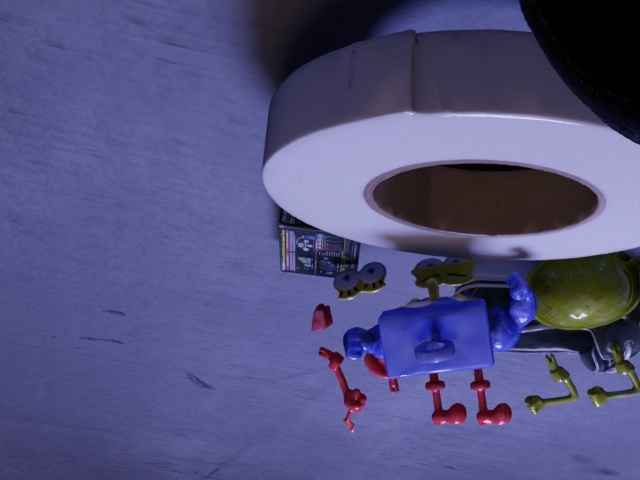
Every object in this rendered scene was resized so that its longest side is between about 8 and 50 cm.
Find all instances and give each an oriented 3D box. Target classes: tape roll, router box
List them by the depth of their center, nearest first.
[{"bbox_3d":[0.143,-0.066,0.950,0.391,0.072,0.392,5,165,1],"label":"tape roll"},{"bbox_3d":[0.000,0.000,1.232,0.092,0.038,0.122,6,153,1],"label":"router box"}]

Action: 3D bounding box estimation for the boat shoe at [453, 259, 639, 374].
[{"bbox_3d":[0.318,0.100,1.254,0.335,0.119,0.121,3,153,9],"label":"boat shoe"}]

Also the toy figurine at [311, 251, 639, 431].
[{"bbox_3d":[0.154,0.115,1.108,0.362,0.191,0.217,-6,-177,12],"label":"toy figurine"}]

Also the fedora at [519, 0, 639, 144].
[{"bbox_3d":[0.219,-0.206,0.573,0.152,0.334,0.334,-20,157,-13],"label":"fedora"}]
